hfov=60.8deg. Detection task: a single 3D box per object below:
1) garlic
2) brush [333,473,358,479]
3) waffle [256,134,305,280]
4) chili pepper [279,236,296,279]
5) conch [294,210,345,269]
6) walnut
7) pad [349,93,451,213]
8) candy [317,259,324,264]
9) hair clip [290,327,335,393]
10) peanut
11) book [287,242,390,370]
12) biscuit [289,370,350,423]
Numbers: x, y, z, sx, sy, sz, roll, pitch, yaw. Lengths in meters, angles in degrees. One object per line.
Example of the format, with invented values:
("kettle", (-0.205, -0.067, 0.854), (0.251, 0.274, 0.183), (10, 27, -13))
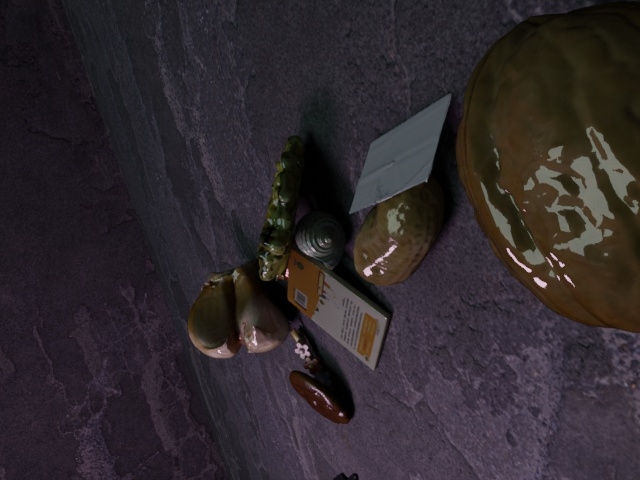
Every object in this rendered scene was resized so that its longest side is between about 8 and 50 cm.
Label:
("garlic", (-0.235, 0.223, 1.596), (0.313, 0.285, 0.250), (-115, 31, -41))
("brush", (0.082, 0.752, 1.692), (0.063, 0.016, 0.193), (56, 151, 19))
("waffle", (-0.088, -0.059, 1.220), (0.317, 0.073, 0.298), (113, 167, -67))
("chili pepper", (-0.091, 0.046, 1.429), (0.070, 0.073, 0.123), (-74, -20, -63))
("conch", (0.006, -0.003, 1.188), (0.135, 0.102, 0.153), (59, -173, -11))
("walnut", (0.265, -0.070, 0.514), (0.251, 0.277, 0.313), (-32, 86, 23))
("pad", (0.121, -0.132, 0.879), (0.232, 0.004, 0.157), (-21, 48, 62))
("candy", (-0.018, 0.127, 1.377), (0.094, 0.051, 0.226), (50, 148, 24))
("hair clip", (-0.025, 0.342, 1.543), (0.062, 0.056, 0.214), (-36, 75, 28))
("peanut", (0.132, -0.022, 0.933), (0.137, 0.122, 0.253), (64, 151, 27))
("book", (0.030, 0.156, 1.281), (0.295, 0.020, 0.208), (36, 142, 26))
("biscuit", (-0.006, 0.440, 1.524), (0.212, 0.036, 0.212), (32, 153, 19))
